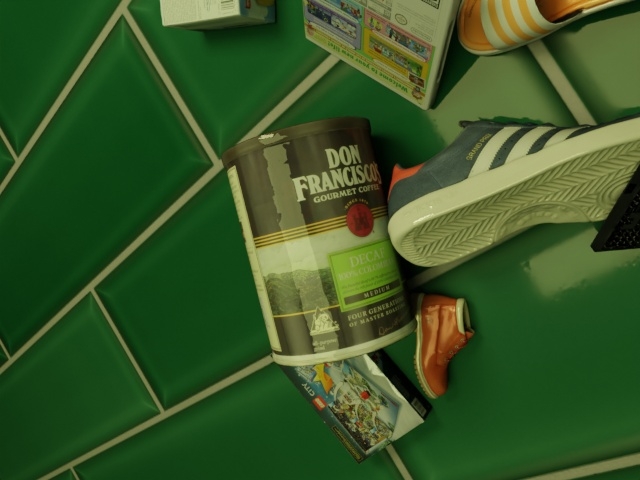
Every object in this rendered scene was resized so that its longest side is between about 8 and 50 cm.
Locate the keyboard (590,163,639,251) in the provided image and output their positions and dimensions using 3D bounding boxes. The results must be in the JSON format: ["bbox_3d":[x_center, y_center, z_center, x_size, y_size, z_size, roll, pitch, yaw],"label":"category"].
[{"bbox_3d":[0.355,-0.050,0.509,0.192,0.100,0.038,91,167,-49],"label":"keyboard"}]

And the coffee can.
[{"bbox_3d":[0.000,0.000,0.680,0.201,0.201,0.276,-13,92,33],"label":"coffee can"}]

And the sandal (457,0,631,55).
[{"bbox_3d":[0.242,-0.270,0.517,0.265,0.076,0.102,-5,100,48],"label":"sandal"}]

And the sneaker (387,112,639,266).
[{"bbox_3d":[0.238,-0.094,0.583,0.349,0.148,0.131,-16,138,15],"label":"sneaker"}]

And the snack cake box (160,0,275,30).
[{"bbox_3d":[-0.155,-0.445,0.723,0.152,0.089,0.265,8,108,31],"label":"snack cake box"}]

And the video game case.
[{"bbox_3d":[0.061,-0.274,0.612,0.212,0.023,0.193,37,162,17],"label":"video game case"}]

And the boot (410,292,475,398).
[{"bbox_3d":[0.177,0.152,0.724,0.084,0.059,0.158,-3,102,26],"label":"boot"}]

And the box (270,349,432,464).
[{"bbox_3d":[0.043,0.227,0.830,0.233,0.044,0.159,49,122,9],"label":"box"}]
